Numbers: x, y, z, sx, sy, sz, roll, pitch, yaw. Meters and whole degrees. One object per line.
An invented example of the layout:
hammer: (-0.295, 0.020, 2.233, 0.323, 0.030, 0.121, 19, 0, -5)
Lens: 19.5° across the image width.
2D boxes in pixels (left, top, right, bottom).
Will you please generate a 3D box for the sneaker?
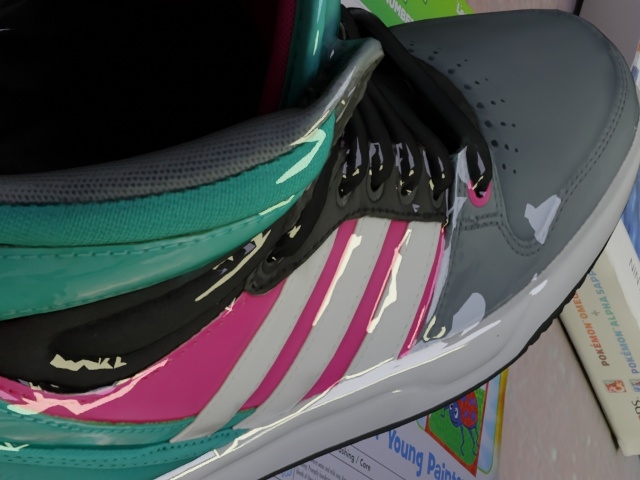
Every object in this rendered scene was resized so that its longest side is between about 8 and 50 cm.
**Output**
sneaker: (-0.011, -0.039, 0.454, 0.295, 0.124, 0.178, -29, 149, -35)

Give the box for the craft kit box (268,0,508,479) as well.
craft kit box: (0.000, 0.000, 0.668, 0.250, 0.061, 0.246, 40, 55, -53)

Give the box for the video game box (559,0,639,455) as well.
video game box: (0.174, -0.020, 0.999, 0.187, 0.048, 0.205, 62, 36, -41)
